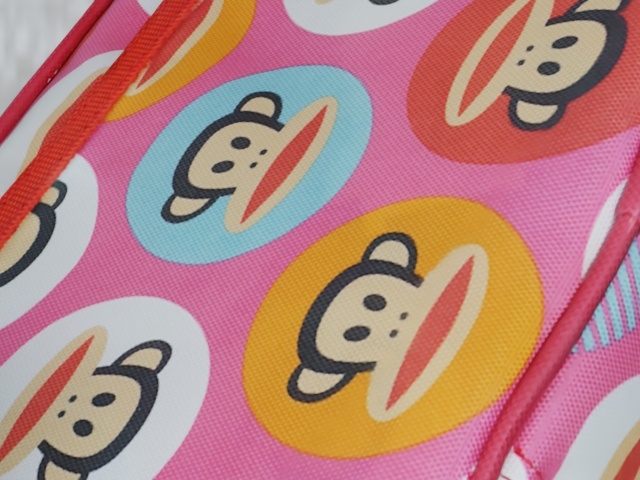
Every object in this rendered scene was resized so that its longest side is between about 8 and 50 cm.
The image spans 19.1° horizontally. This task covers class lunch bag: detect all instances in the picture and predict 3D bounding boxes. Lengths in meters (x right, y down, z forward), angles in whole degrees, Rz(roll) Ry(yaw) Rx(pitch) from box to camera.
[{"bbox_3d":[0.000,0.000,0.494,0.293,0.258,0.120,-55,132,-26],"label":"lunch bag"}]
